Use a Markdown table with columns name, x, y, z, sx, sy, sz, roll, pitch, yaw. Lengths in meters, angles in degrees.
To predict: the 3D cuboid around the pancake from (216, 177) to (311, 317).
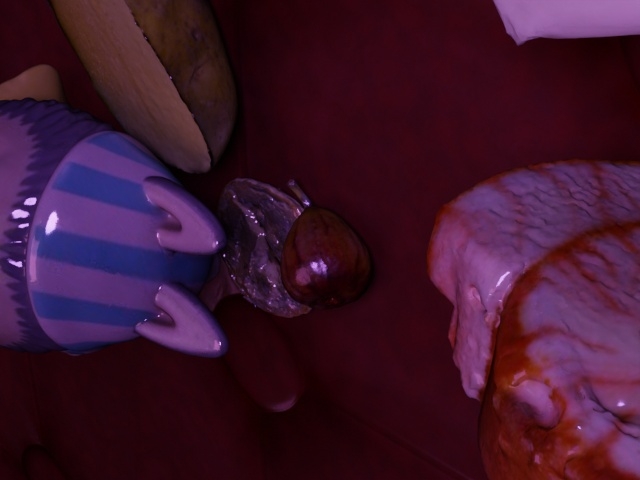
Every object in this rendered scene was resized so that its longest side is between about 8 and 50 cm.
| name | x | y | z | sx | sy | sz | roll | pitch | yaw |
| --- | --- | --- | --- | --- | --- | --- | --- | --- | --- |
| pancake | -0.051 | 0.006 | 1.367 | 0.158 | 0.028 | 0.158 | 25 | 128 | 38 |

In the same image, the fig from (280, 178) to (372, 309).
| name | x | y | z | sx | sy | sz | roll | pitch | yaw |
| --- | --- | --- | --- | --- | --- | --- | --- | --- | --- |
| fig | 0.000 | 0.000 | 1.272 | 0.089 | 0.088 | 0.125 | -42 | 52 | 53 |

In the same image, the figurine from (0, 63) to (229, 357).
| name | x | y | z | sx | sy | sz | roll | pitch | yaw |
| --- | --- | --- | --- | --- | --- | --- | --- | --- | --- |
| figurine | -0.220 | 0.049 | 1.338 | 0.377 | 0.266 | 0.361 | 37 | 170 | 38 |

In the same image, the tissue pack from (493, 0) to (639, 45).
| name | x | y | z | sx | sy | sz | roll | pitch | yaw |
| --- | --- | --- | --- | --- | --- | --- | --- | --- | --- |
| tissue pack | 0.231 | -0.266 | 0.679 | 0.380 | 0.207 | 0.297 | 4 | 127 | 50 |

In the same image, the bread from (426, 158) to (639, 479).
| name | x | y | z | sx | sy | sz | roll | pitch | yaw |
| --- | --- | --- | --- | --- | --- | --- | --- | --- | --- |
| bread | 0.235 | 0.078 | 0.836 | 0.328 | 0.295 | 0.114 | -110 | 20 | -48 |

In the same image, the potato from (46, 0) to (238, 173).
| name | x | y | z | sx | sy | sz | roll | pitch | yaw |
| --- | --- | --- | --- | --- | --- | --- | --- | --- | --- |
| potato | -0.158 | -0.202 | 1.288 | 0.160 | 0.111 | 0.272 | 5 | 131 | 57 |
